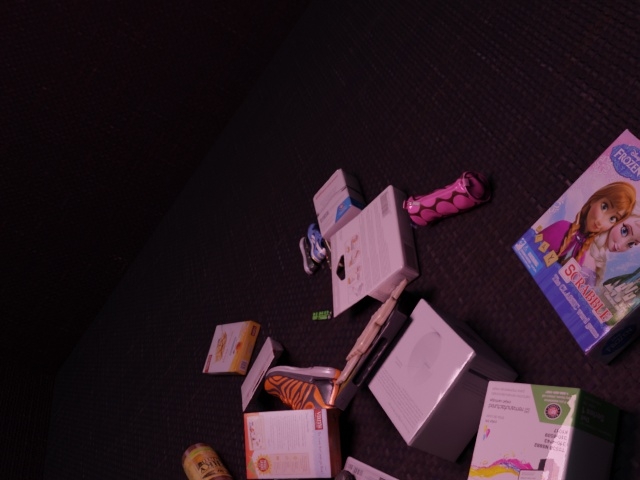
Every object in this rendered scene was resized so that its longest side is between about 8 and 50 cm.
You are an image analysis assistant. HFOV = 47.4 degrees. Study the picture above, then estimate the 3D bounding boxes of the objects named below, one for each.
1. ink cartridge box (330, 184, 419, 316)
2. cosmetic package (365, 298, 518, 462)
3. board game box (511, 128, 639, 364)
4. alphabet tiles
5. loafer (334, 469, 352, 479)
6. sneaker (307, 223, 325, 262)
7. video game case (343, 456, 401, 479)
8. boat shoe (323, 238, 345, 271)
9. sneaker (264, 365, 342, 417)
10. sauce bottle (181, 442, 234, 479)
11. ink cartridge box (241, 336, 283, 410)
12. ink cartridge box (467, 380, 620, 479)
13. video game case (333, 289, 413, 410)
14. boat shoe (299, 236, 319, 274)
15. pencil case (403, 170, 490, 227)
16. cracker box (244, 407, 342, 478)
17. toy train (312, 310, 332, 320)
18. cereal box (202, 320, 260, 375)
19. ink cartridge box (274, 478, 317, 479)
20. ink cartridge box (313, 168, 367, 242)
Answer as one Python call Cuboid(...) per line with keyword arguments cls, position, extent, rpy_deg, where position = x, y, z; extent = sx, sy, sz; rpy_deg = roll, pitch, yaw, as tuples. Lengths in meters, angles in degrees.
Cuboid(cls="ink cartridge box", position=(0.136, 0.037, 1.935), extent=(0.261, 0.066, 0.296), rpy_deg=(-41, 35, 34))
Cuboid(cls="cosmetic package", position=(0.239, 0.282, 1.482), extent=(0.225, 0.138, 0.224), rpy_deg=(-56, 29, 9))
Cuboid(cls="board game box", position=(0.532, 0.003, 1.309), extent=(0.318, 0.066, 0.319), rpy_deg=(-51, 31, 21))
Cuboid(cls="alphabet tiles", position=(0.114, 0.213, 1.701), extent=(0.278, 0.021, 0.284), rpy_deg=(-55, -5, -14))
Cuboid(cls="loafer", position=(0.022, 0.589, 1.610), extent=(0.062, 0.061, 0.170), rpy_deg=(-5, 62, 58))
Cuboid(cls="sneaker", position=(0.000, 0.000, 2.210), extent=(0.059, 0.053, 0.144), rpy_deg=(-41, 42, 31))
Cuboid(cls="video game case", position=(0.091, 0.588, 1.589), extent=(0.201, 0.023, 0.183), rpy_deg=(2, 68, 58))
Cuboid(cls="boat shoe", position=(0.030, 0.039, 2.116), extent=(0.042, 0.049, 0.133), rpy_deg=(-45, 44, 22))
Cuboid(cls="sneaker", position=(-0.060, 0.424, 1.871), extent=(0.321, 0.124, 0.180), rpy_deg=(-18, 50, 53))
Cuboid(cls="sauce bottle", position=(-0.296, 0.691, 2.053), extent=(0.344, 0.111, 0.111), rpy_deg=(24, 87, 60))
Cuboid(cls="ink cartridge box", position=(-0.163, 0.387, 2.080), extent=(0.181, 0.056, 0.224), rpy_deg=(-62, 11, 1))
Cuboid(cls="ink cartridge box", position=(0.360, 0.389, 1.212), extent=(0.201, 0.117, 0.278), rpy_deg=(-10, 58, 56))
Cuboid(cls="video game case", position=(0.127, 0.241, 1.662), extent=(0.248, 0.035, 0.275), rpy_deg=(-57, -5, 10))
Cuboid(cls="boat shoe", position=(-0.029, 0.041, 2.230), extent=(0.040, 0.049, 0.142), rpy_deg=(-38, 43, 29))
Cuboid(cls="pencil case", position=(0.301, -0.100, 1.746), extent=(0.209, 0.098, 0.095), rpy_deg=(-25, 45, 47))
Cuboid(cls="cracker box", position=(-0.067, 0.483, 1.732), extent=(0.232, 0.067, 0.156), rpy_deg=(-10, 76, 28))
Cuboid(cls="toy train", position=(0.005, 0.213, 2.055), extent=(0.083, 0.017, 0.024), rpy_deg=(-16, 63, 54))
Cuboid(cls="cereal box", position=(-0.296, 0.357, 2.395), extent=(0.240, 0.047, 0.173), rpy_deg=(-17, 52, 53))
Cuboid(cls="ink cartridge box", position=(-0.063, 0.602, 1.789), extent=(0.104, 0.061, 0.181), rpy_deg=(-35, 39, 40))
Cuboid(cls="ink cartridge box", position=(0.059, -0.099, 2.161), extent=(0.139, 0.082, 0.191), rpy_deg=(-47, 31, 26))
